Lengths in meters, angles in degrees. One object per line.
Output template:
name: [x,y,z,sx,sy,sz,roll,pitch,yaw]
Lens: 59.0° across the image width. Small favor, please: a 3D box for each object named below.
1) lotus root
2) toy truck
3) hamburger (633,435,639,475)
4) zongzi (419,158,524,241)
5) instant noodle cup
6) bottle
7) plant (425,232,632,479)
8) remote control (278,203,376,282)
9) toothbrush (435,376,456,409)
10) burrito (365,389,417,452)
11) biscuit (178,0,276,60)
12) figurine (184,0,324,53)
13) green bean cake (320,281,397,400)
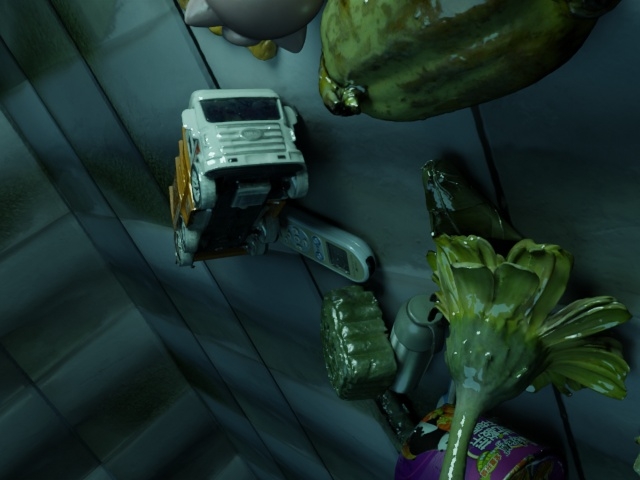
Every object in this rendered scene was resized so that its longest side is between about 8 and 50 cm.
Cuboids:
lotus root: [0.123,-0.192,0.497,0.309,0.173,0.173,-5,121,51]
toy truck: [-0.162,-0.102,0.956,0.387,0.174,0.206,132,126,-61]
hamburger: [0.463,0.289,0.702,0.121,0.054,0.084,41,146,10]
zongzi: [0.185,-0.050,0.688,0.119,0.055,0.109,8,130,35]
instant noodle cup: [0.256,0.408,0.948,0.190,0.251,0.251,27,145,49]
bottle: [0.158,0.185,0.961,0.253,0.080,0.096,95,152,-52]
plant: [0.207,0.136,0.727,0.306,0.297,0.261,36,-174,-23]
remote control: [0.000,0.000,1.002,0.244,0.047,0.087,27,141,36]
toothbrush: [0.229,0.302,1.049,0.040,0.040,0.386,32,146,29]
burrito: [0.156,0.379,1.214,0.096,0.066,0.309,3,127,59]
biscuit: [-0.147,-0.356,0.798,0.224,0.033,0.144,40,150,16]
figurine: [-0.042,-0.346,0.582,0.186,0.176,0.287,-101,21,-48]
green bean cake: [0.058,0.187,1.009,0.173,0.094,0.181,100,158,-61]
